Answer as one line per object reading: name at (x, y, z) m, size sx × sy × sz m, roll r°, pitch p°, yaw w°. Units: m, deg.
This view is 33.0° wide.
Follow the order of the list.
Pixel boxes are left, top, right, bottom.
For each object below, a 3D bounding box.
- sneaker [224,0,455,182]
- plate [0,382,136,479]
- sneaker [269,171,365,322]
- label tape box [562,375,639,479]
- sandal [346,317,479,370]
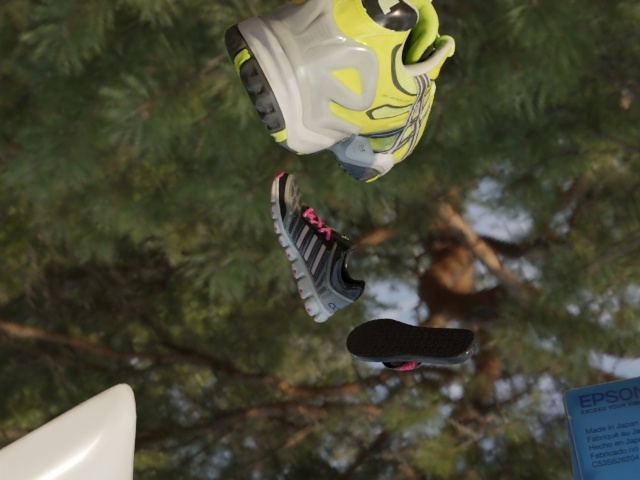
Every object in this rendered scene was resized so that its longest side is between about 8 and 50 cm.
sneaker at (0.057, -0.144, 0.959) m, size 0.147 × 0.145 × 0.385 m, roll -27°, pitch 177°, yaw 17°
plate at (-0.227, 0.248, 0.706) m, size 0.278 × 0.277 × 0.045 m, roll -29°, pitch -123°, yaw -32°
sneaker at (0.000, 0.000, 1.178) m, size 0.075 × 0.170 × 0.063 m, roll -20°, pitch -177°, yaw 15°
label tape box at (0.347, 0.226, 0.883) m, size 0.241 × 0.333 × 0.105 m, roll -13°, pitch -132°, yaw 14°
sandal at (0.105, 0.129, 1.268) m, size 0.179 × 0.040 × 0.067 m, roll 2°, pitch -138°, yaw 37°
